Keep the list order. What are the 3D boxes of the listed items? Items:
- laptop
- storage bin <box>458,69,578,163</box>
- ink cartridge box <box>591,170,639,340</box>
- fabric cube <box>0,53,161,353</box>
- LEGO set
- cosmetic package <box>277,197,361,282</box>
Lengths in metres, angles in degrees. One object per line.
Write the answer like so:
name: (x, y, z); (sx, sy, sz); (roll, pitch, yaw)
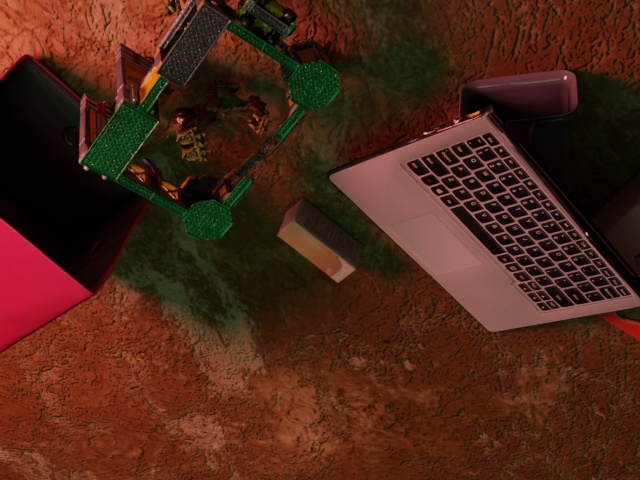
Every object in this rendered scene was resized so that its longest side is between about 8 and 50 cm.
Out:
laptop: (0.239, 0.061, 1.006); (0.408, 0.236, 0.382); (-17, 130, 43)
storage bin: (0.241, -0.134, 1.032); (0.135, 0.098, 0.091); (-5, 137, 18)
ink cartridge box: (0.477, 0.057, 1.139); (0.296, 0.066, 0.261); (30, 128, -10)
fabric cube: (-0.420, -0.039, 1.162); (0.258, 0.259, 0.254); (-31, 116, 34)
LEGO set: (-0.146, -0.185, 1.057); (0.255, 0.192, 0.331); (20, 118, -27)
cosmetic package: (0.000, 0.000, 1.215); (0.115, 0.060, 0.041); (39, 127, -16)
